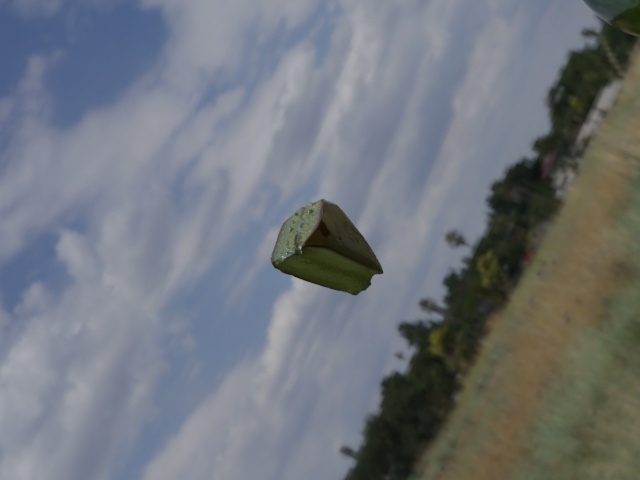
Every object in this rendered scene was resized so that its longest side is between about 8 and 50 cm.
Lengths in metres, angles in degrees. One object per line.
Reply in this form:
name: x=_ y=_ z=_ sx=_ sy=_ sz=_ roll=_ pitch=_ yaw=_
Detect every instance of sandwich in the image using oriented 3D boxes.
sandwich: x=0.000 y=0.000 z=0.690 sx=0.031 sy=0.044 sz=0.083 roll=-31 pitch=-25 yaw=19

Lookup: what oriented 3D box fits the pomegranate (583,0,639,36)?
pomegranate: x=0.238 y=-0.218 z=0.814 sx=0.152 sy=0.131 sz=0.191 roll=-15 pitch=-40 yaw=-41
